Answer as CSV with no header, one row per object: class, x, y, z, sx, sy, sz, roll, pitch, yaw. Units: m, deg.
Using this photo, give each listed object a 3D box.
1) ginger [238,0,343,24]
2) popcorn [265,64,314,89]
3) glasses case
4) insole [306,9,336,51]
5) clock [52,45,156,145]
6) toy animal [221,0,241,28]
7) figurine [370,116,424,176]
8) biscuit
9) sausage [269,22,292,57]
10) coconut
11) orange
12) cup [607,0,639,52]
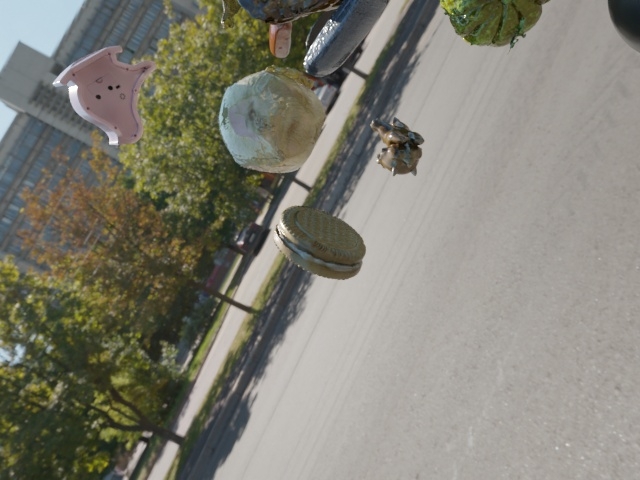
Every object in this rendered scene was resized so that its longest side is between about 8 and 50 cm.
ginger,-0.061,-0.637,1.118,0.269,0.200,0.223,-10,21,16
popcorn,-0.133,-0.538,1.734,0.250,0.250,0.190,-106,34,-76
glasses case,0.058,-0.520,1.186,0.109,0.067,0.282,-13,-17,-40
insole,0.043,-0.703,1.491,0.012,0.110,0.309,17,70,38
clock,-0.641,-0.473,1.505,0.080,0.275,0.290,11,52,43
toy animal,-0.294,-0.799,1.527,0.136,0.073,0.181,-45,-17,-10
figurine,0.297,-0.350,1.828,0.247,0.177,0.173,45,136,39
biscuit,0.000,0.000,1.189,0.259,0.259,0.079,-83,16,-65
sausage,-0.168,-0.854,1.950,0.348,0.094,0.097,174,81,-85
coconut,-0.148,-0.340,1.357,0.254,0.297,0.297,-17,-33,-55
orange,0.478,-0.698,1.314,0.223,0.301,0.300,-97,28,-66
cup,0.499,-0.330,0.631,0.176,0.169,0.223,-36,-30,-2
